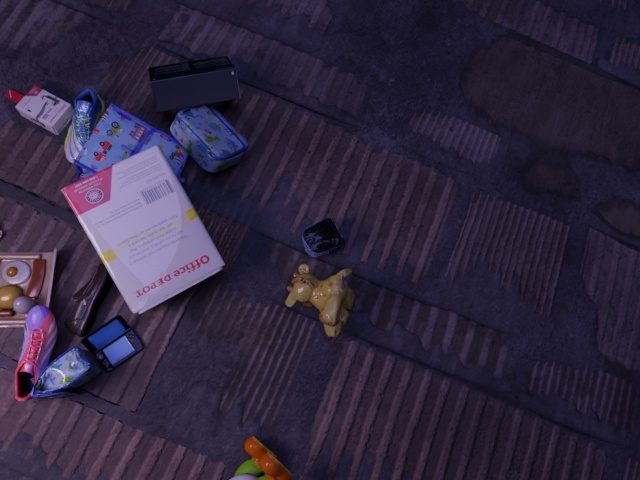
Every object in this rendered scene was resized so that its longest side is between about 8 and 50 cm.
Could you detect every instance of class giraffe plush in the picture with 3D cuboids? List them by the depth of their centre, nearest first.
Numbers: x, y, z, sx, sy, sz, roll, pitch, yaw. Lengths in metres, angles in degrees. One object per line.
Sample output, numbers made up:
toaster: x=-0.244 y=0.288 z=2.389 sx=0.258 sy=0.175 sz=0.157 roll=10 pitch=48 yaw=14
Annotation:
giraffe plush: x=-0.007 y=0.161 z=1.541 sx=0.171 sy=0.210 sz=0.181 roll=11 pitch=36 yaw=20

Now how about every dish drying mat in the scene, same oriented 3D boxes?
dish drying mat: x=-0.961 y=-0.453 z=1.681 sx=0.083 sy=0.008 sz=0.032 roll=27 pitch=69 yaw=2

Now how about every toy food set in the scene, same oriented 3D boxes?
toy food set: x=-0.896 y=0.126 z=1.455 sx=0.306 sy=0.092 sz=0.219 roll=1 pitch=72 yaw=-8

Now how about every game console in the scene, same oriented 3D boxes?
game console: x=-0.573 y=0.287 z=1.459 sx=0.122 sy=0.071 sz=0.107 roll=-35 pitch=80 yaw=-16

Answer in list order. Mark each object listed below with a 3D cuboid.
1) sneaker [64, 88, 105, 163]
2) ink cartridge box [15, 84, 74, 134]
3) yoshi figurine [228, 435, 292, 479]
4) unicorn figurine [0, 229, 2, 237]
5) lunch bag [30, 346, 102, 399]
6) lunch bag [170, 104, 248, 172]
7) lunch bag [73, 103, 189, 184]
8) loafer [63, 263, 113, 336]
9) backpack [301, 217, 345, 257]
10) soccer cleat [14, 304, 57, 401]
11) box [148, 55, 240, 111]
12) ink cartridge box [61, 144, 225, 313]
sneaker: x=-0.737 y=-0.360 z=1.620 sx=0.091 sy=0.126 sz=0.240 roll=9 pitch=71 yaw=-5
ink cartridge box: x=-0.859 y=-0.409 z=1.655 sx=0.135 sy=0.056 sz=0.099 roll=28 pitch=70 yaw=2
yoshi figurine: x=-0.258 y=0.669 z=1.327 sx=0.203 sy=0.203 sz=0.362 roll=35 pitch=72 yaw=21
unicorn figurine: x=-0.984 y=-0.055 z=1.527 sx=0.111 sy=0.060 sz=0.162 roll=-43 pitch=97 yaw=-24
lunch bag: x=-0.672 y=0.362 z=1.391 sx=0.151 sy=0.129 sz=0.096 roll=-37 pitch=80 yaw=-18
lunch bag: x=-0.346 y=-0.326 z=1.658 sx=0.219 sy=0.090 sz=0.176 roll=47 pitch=40 yaw=8
lunch bag: x=-0.558 y=-0.238 z=1.622 sx=0.293 sy=0.138 sz=0.220 roll=26 pitch=70 yaw=-12
loafer: x=-0.656 y=0.157 z=1.485 sx=0.078 sy=0.080 sz=0.220 roll=19 pitch=71 yaw=-2
backpack: x=0.000 y=0.000 z=1.627 sx=0.114 sy=0.084 sz=0.105 roll=-24 pitch=76 yaw=-20
soccer cleat: x=-0.750 y=0.296 z=1.384 sx=0.083 sy=0.095 sz=0.248 roll=10 pitch=91 yaw=-12
box: x=-0.403 y=-0.502 z=1.682 sx=0.261 sy=0.103 sz=0.184 roll=-13 pitch=31 yaw=-11
ink cartridge box: x=-0.484 y=-0.026 z=1.479 sx=0.279 sy=0.160 sz=0.384 roll=-29 pitch=95 yaw=-15
